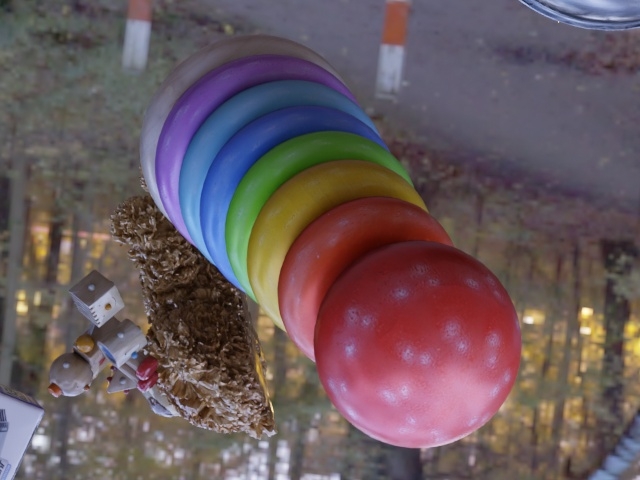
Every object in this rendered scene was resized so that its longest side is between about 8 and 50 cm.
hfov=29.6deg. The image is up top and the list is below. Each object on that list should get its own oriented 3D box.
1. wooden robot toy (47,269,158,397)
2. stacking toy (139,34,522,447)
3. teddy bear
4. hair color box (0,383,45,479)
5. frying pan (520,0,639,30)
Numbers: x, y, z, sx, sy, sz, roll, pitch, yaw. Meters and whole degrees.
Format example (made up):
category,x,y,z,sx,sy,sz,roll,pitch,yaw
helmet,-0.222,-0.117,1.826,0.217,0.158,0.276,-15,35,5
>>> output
category,x,y,z,sx,sy,sz,roll,pitch,yaw
wooden robot toy,-0.185,0.102,0.990,0.076,0.079,0.173,41,154,18
stacking toy,0.000,0.000,0.628,0.141,0.141,0.330,7,-159,-21
teddy bear,-0.130,0.054,1.189,0.113,0.338,0.245,-17,149,2
hair color box,-0.517,0.210,1.404,0.339,0.185,0.110,26,173,-17
frying pan,0.150,-0.265,0.650,0.197,0.326,0.053,-23,-156,7
